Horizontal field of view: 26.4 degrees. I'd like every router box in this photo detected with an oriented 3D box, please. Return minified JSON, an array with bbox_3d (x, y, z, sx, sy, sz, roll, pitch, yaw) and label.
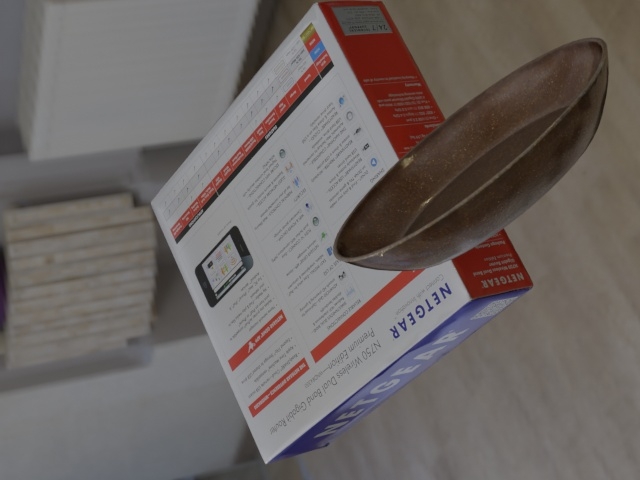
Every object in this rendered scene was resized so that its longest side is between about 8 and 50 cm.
[{"bbox_3d":[0.000,0.000,1.261,0.335,0.082,0.301,-43,65,43],"label":"router box"}]

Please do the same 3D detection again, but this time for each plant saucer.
[{"bbox_3d":[0.094,-0.042,0.798,0.036,0.198,0.198,49,160,-12],"label":"plant saucer"}]
